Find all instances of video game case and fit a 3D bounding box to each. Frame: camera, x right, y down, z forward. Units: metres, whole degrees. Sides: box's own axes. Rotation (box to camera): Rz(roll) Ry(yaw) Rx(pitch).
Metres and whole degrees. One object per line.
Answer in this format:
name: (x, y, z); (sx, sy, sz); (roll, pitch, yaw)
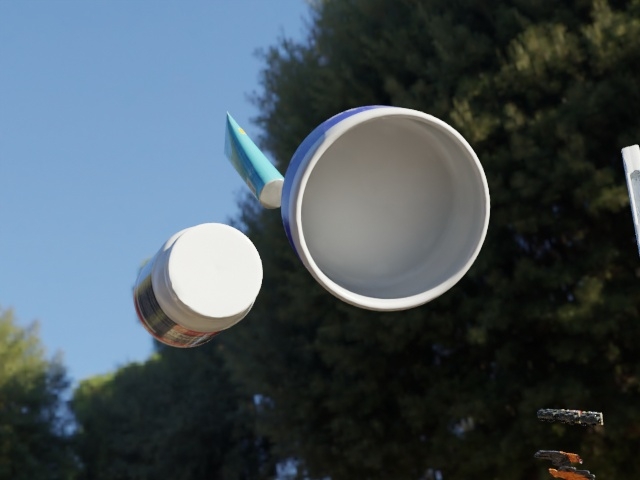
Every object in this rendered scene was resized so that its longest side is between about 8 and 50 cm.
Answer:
video game case: (0.416, 0.031, 1.458); (0.025, 0.285, 0.204); (-16, -64, 18)

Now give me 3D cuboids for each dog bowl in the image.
dog bowl: (0.083, -0.046, 1.581); (0.265, 0.265, 0.104); (-6, 12, -11)

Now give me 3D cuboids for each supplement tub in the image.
supplement tub: (-0.223, 0.082, 2.151); (0.191, 0.191, 0.272); (-1, -13, -20)

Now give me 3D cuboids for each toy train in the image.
toy train: (0.504, 0.353, 2.386); (0.036, 0.027, 0.158); (-7, 2, -39)

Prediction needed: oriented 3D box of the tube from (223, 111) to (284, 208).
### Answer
tube: (-0.113, -0.123, 1.883); (0.052, 0.207, 0.080); (-5, -56, -28)

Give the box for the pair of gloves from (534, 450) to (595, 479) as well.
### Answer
pair of gloves: (0.355, 0.329, 1.732); (0.074, 0.010, 0.083); (-2, -40, 42)
